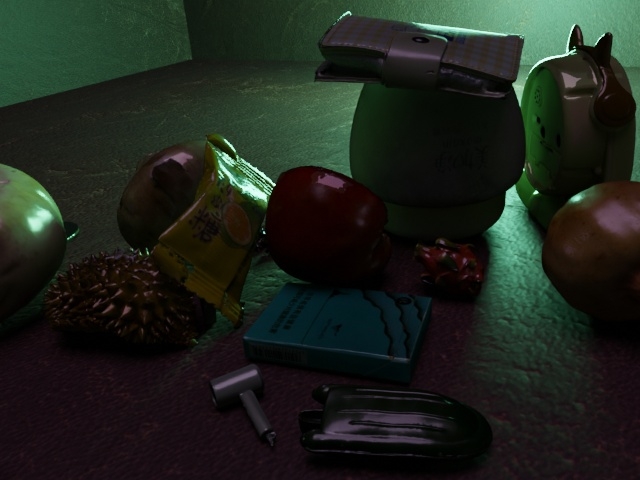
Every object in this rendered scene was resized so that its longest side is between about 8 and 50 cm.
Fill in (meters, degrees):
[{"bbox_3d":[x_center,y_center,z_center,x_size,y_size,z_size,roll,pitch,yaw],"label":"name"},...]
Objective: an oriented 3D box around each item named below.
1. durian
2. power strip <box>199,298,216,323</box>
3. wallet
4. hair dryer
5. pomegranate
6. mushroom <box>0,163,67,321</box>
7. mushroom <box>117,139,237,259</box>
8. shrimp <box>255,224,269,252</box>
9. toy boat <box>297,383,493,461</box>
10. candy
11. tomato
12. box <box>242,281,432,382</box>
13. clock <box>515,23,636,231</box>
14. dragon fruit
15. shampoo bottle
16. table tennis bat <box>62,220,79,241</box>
[{"bbox_3d":[-0.296,0.073,0.881,0.250,0.137,0.183,-2,33,19],"label":"durian"},{"bbox_3d":[-0.183,0.079,0.933,0.019,0.050,0.136,-8,25,-15],"label":"power strip"},{"bbox_3d":[0.164,-0.303,0.961,0.310,0.077,0.223,12,35,14],"label":"wallet"},{"bbox_3d":[-0.084,0.199,0.691,0.063,0.037,0.124,-17,35,-21],"label":"hair dryer"},{"bbox_3d":[0.413,0.017,0.811,0.207,0.207,0.207,-4,25,2],"label":"pomegranate"},{"bbox_3d":[-0.605,-0.014,0.934,0.354,0.352,0.325,-12,0,-15],"label":"mushroom"},{"bbox_3d":[-0.249,-0.077,1.053,0.255,0.254,0.184,-23,65,-34],"label":"mushroom"},{"bbox_3d":[-0.098,-0.005,1.114,0.161,0.034,0.091,-21,31,-33],"label":"shrimp"},{"bbox_3d":[0.078,0.197,0.642,0.211,0.052,0.104,1,24,9],"label":"toy boat"},{"bbox_3d":[-0.144,-0.029,0.917,0.081,0.187,0.297,-24,39,33],"label":"candy"},{"bbox_3d":[0.000,0.000,0.919,0.201,0.233,0.139,17,62,28],"label":"tomato"},{"bbox_3d":[0.029,0.120,0.820,0.227,0.042,0.161,5,27,19],"label":"box"},{"bbox_3d":[0.447,-0.199,1.064,0.118,0.348,0.286,-4,25,1],"label":"clock"},{"bbox_3d":[0.194,0.040,0.907,0.116,0.086,0.081,15,25,16],"label":"dragon fruit"},{"bbox_3d":[0.214,-0.181,1.103,0.323,0.317,0.322,-5,24,2],"label":"shampoo bottle"},{"bbox_3d":[-0.588,0.011,1.179,0.138,0.022,0.246,3,25,14],"label":"table tennis bat"}]
